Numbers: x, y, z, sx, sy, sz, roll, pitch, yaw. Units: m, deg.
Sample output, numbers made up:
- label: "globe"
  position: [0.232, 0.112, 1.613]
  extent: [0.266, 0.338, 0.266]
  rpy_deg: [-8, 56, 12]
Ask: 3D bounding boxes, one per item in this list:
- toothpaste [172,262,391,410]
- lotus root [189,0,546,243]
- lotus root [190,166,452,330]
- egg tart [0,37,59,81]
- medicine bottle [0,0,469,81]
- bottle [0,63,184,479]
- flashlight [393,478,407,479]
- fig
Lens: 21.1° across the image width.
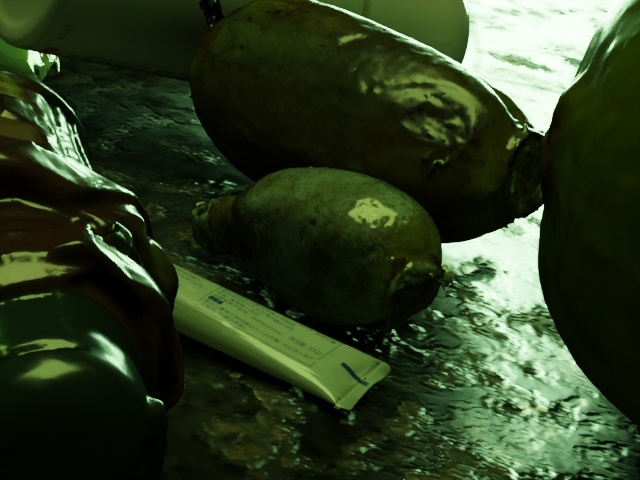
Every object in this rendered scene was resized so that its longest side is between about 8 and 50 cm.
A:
- label: "toothpaste"
  position: [-0.069, 0.032, 0.882]
  extent: [0.218, 0.033, 0.052]
  rpy_deg: [23, 30, 21]
- label: "lotus root"
  position: [0.024, -0.070, 1.043]
  extent: [0.241, 0.123, 0.124]
  rpy_deg: [28, 11, 28]
- label: "lotus root"
  position: [0.001, -0.002, 0.934]
  extent: [0.165, 0.088, 0.088]
  rpy_deg: [17, 22, 41]
- label: "egg tart"
  position: [-0.274, -0.151, 1.162]
  extent: [0.197, 0.078, 0.197]
  rpy_deg: [8, 25, -4]
- label: "medicine bottle"
  position: [-0.046, -0.164, 1.174]
  extent: [0.341, 0.130, 0.130]
  rpy_deg: [9, 20, -35]
- label: "bottle"
  position: [-0.142, 0.020, 0.735]
  extent: [0.156, 0.143, 0.271]
  rpy_deg: [1, 26, -21]
- label: "flashlight"
  position: [0.014, 0.158, 0.564]
  extent: [0.093, 0.093, 0.232]
  rpy_deg: [12, 17, 4]
- label: "fig"
  position: [0.260, 0.003, 0.815]
  extent: [0.326, 0.258, 0.258]
  rpy_deg: [26, 24, 3]
